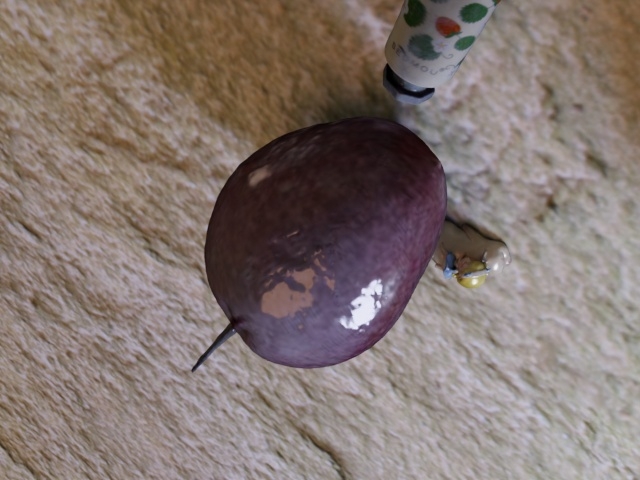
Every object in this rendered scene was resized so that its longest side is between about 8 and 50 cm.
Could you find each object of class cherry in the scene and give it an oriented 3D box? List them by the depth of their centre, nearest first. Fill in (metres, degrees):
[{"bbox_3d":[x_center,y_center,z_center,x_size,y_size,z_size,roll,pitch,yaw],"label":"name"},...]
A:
[{"bbox_3d":[0.000,0.000,1.386,0.266,0.213,0.183,-36,125,24],"label":"cherry"}]

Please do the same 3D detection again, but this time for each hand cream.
[{"bbox_3d":[0.110,-0.206,1.210,0.095,0.059,0.276,38,140,10],"label":"hand cream"}]

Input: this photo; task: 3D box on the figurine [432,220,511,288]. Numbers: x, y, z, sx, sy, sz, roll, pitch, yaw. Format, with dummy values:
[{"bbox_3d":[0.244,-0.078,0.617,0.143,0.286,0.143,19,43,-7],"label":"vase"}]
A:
[{"bbox_3d":[0.122,0.018,1.433,0.083,0.050,0.047,17,143,30],"label":"figurine"}]
